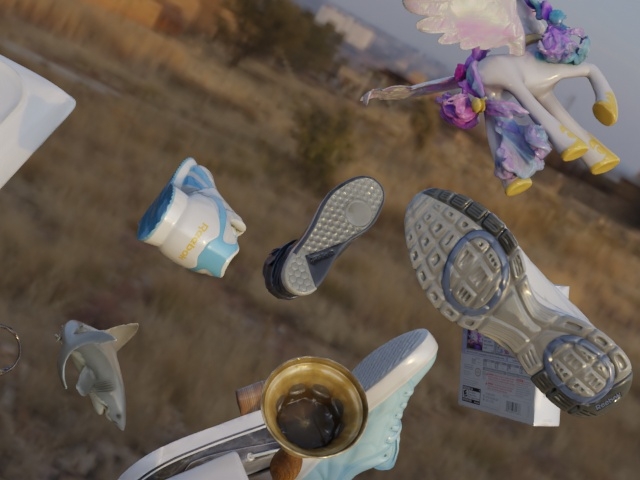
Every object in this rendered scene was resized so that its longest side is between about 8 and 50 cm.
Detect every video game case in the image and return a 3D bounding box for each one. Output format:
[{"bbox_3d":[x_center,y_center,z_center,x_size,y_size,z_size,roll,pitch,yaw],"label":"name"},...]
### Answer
[{"bbox_3d":[0.344,0.194,2.225,0.061,0.244,0.269,3,0,-23],"label":"video game case"}]

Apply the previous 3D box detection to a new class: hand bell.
[{"bbox_3d":[-0.031,0.249,1.500,0.126,0.126,0.242,30,-33,5],"label":"hand bell"}]

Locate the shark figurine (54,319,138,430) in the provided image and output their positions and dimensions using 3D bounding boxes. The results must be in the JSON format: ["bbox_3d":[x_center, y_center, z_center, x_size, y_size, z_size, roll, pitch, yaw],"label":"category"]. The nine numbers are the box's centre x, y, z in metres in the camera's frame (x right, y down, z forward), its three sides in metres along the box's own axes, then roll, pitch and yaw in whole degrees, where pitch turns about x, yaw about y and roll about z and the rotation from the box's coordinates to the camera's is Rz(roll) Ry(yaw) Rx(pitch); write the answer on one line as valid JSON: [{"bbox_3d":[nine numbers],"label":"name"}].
[{"bbox_3d":[-0.307,0.144,1.725,0.278,0.116,0.166,82,-18,-65],"label":"shark figurine"}]

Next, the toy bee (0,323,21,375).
[{"bbox_3d":[-0.491,0.227,1.424,0.162,0.195,0.298,-11,7,36],"label":"toy bee"}]

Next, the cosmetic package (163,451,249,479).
[{"bbox_3d":[-0.107,0.413,1.378,0.365,0.155,0.197,81,-16,-58],"label":"cosmetic package"}]

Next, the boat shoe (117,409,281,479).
[{"bbox_3d":[-0.167,0.356,1.911,0.108,0.301,0.102,81,-13,-63],"label":"boat shoe"}]

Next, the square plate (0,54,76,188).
[{"bbox_3d":[-0.510,-0.161,1.429,0.347,0.049,0.344,30,48,0],"label":"square plate"}]

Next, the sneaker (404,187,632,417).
[{"bbox_3d":[0.197,0.063,1.302,0.297,0.111,0.129,47,8,-3],"label":"sneaker"}]

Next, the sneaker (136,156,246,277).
[{"bbox_3d":[-0.130,-0.020,1.273,0.092,0.087,0.229,34,12,-11],"label":"sneaker"}]

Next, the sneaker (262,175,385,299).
[{"bbox_3d":[-0.002,-0.001,1.907,0.086,0.226,0.163,43,-19,-5],"label":"sneaker"}]

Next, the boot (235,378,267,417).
[{"bbox_3d":[-0.073,0.328,2.297,0.152,0.197,0.073,-12,49,-9],"label":"boot"}]

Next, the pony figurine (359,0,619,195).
[{"bbox_3d":[0.279,-0.257,1.921,0.351,0.303,0.363,-14,68,-29],"label":"pony figurine"}]

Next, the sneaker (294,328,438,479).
[{"bbox_3d":[0.096,0.306,2.120,0.150,0.366,0.135,39,21,-14],"label":"sneaker"}]
